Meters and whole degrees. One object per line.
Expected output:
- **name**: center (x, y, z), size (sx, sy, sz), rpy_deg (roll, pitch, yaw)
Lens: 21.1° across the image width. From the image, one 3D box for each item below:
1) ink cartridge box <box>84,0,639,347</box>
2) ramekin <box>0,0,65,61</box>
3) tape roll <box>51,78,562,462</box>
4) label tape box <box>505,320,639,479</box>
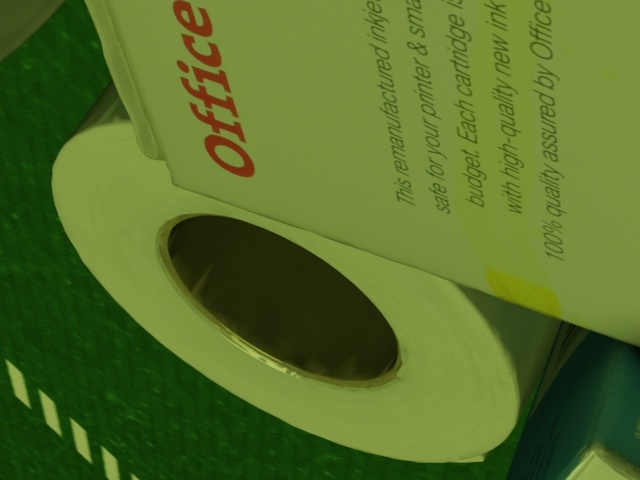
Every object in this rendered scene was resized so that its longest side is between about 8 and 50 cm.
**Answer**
- **ink cartridge box**: center (0.112, -0.102, 0.588), size (0.385, 0.160, 0.279), rpy_deg (19, 150, 21)
- **ramekin**: center (-0.195, -0.191, 0.658), size (0.127, 0.273, 0.273), rpy_deg (30, 155, 32)
- **tape roll**: center (0.000, 0.000, 0.934), size (0.286, 0.100, 0.286), rpy_deg (24, 151, 14)
- **label tape box**: center (0.254, 0.139, 0.729), size (0.348, 0.249, 0.115), rpy_deg (33, 123, 0)
